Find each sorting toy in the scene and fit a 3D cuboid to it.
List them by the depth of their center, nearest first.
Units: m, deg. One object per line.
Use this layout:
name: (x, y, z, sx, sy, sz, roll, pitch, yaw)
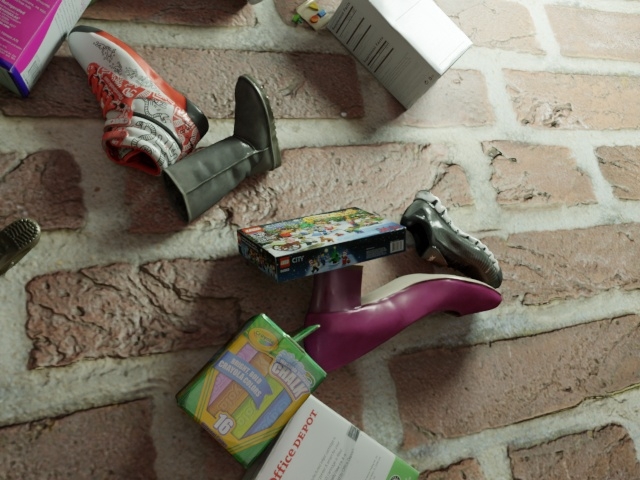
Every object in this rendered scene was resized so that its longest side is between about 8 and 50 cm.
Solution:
sorting toy: (-0.021, -0.460, 1.199, 0.062, 0.012, 0.083, 45, 60, -3)

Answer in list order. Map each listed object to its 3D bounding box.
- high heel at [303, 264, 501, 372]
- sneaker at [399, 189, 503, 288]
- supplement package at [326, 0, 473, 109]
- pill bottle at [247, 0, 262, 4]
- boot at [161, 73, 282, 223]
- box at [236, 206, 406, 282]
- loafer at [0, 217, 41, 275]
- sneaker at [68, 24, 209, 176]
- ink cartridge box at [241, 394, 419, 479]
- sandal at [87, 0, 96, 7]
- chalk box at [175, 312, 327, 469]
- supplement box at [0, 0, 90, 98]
high heel: (0.147, 0.144, 1.006, 0.377, 0.127, 0.182, 7, 84, -18)
sneaker: (0.236, 0.019, 1.097, 0.234, 0.078, 0.106, 47, 64, 3)
supplement package: (0.159, -0.419, 1.190, 0.244, 0.134, 0.139, 46, 61, -2)
pill bottle: (-0.170, -0.582, 1.053, 0.278, 0.162, 0.162, 43, 57, -32)
boot: (-0.170, -0.152, 0.959, 0.208, 0.076, 0.190, -28, 118, -26)
box: (0.000, 0.000, 0.957, 0.233, 0.159, 0.044, -12, 112, -26)
loafer: (-0.455, 0.025, 0.818, 0.148, 0.050, 0.056, -33, 82, -13)
sneaker: (-0.325, -0.219, 0.938, 0.270, 0.090, 0.145, 38, 59, -9)
ink cartridge box: (0.012, 0.355, 0.865, 0.219, 0.092, 0.160, 38, 61, -6)
sandal: (-0.392, -0.538, 1.038, 0.120, 0.086, 0.303, 31, 77, -16)
chalk box: (-0.087, 0.192, 0.842, 0.132, 0.132, 0.213, 44, 71, -2)
supplement box: (-0.452, -0.353, 0.895, 0.113, 0.111, 0.220, 30, 76, -10)
